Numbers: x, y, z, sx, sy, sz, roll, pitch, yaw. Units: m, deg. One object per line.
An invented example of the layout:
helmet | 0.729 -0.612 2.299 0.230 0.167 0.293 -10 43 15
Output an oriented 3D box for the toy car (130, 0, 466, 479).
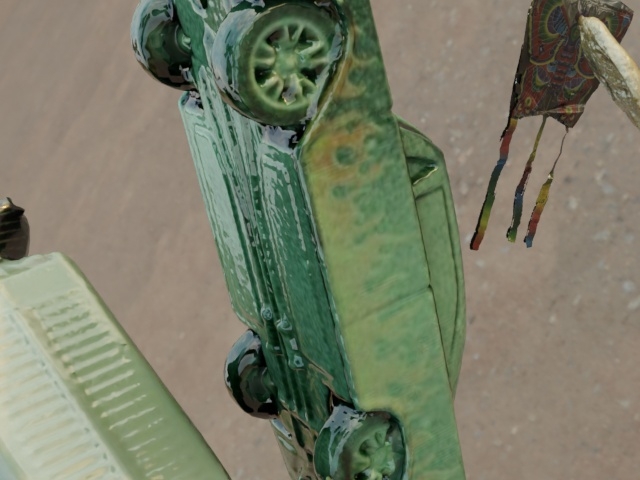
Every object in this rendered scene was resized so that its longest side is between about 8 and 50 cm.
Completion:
toy car | 0.000 0.000 0.516 0.097 0.320 0.141 -22 24 -21

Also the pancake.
pancake | 0.271 -0.141 1.011 0.022 0.139 0.139 -34 26 9

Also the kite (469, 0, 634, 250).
kite | 0.224 -0.121 1.146 0.015 0.152 0.285 32 111 49

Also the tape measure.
tape measure | -0.127 0.129 0.581 0.235 0.115 0.207 49 144 26
